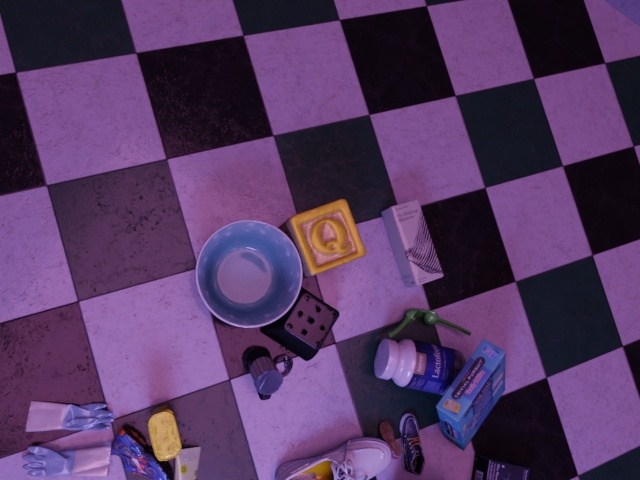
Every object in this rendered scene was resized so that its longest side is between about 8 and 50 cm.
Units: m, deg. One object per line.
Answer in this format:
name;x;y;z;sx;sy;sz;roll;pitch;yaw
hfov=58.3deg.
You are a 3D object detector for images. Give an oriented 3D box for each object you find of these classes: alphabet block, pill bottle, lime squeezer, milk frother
alphabet block;0.000;0.000;1.780;0.193;0.197;0.193;-22;88;-17
pill bottle;0.315;0.400;1.831;0.264;0.153;0.153;14;78;-13
lime squeezer;0.348;0.267;1.889;0.310;0.110;0.059;3;115;-22
milk frother;-0.138;0.392;1.715;0.143;0.135;0.129;-19;118;-14

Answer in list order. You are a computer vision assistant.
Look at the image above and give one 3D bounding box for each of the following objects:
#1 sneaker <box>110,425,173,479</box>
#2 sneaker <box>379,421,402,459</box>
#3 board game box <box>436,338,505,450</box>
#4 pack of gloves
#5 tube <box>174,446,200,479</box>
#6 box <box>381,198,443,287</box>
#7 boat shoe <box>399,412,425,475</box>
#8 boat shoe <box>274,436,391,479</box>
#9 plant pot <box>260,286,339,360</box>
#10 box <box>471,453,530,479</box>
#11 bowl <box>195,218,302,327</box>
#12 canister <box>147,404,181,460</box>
sneaker;-0.503;0.626;1.619;0.087;0.083;0.221;-45;89;-3
sneaker;0.220;0.642;1.832;0.042;0.067;0.118;-18;57;-15
board game box;0.474;0.486;1.782;0.079;0.336;0.254;30;70;32
pack of gloves;-0.694;0.550;1.591;0.231;0.046;0.195;4;67;-10
tube;-0.388;0.717;1.635;0.062;0.070;0.240;4;79;-4
box;0.305;0.010;1.916;0.113;0.094;0.275;-18;87;-17
boat shoe;0.298;0.647;1.824;0.065;0.083;0.184;0;82;-15
boat shoe;0.050;0.682;1.698;0.366;0.156;0.136;-8;86;-11
plant pot;-0.046;0.245;1.748;0.187;0.167;0.188;35;73;-9
box;0.583;0.799;1.877;0.158;0.093;0.156;16;78;-14
bowl;-0.220;0.103;1.721;0.311;0.163;0.312;2;82;-14
canister;-0.433;0.528;1.595;0.073;0.170;0.126;-14;86;-17
